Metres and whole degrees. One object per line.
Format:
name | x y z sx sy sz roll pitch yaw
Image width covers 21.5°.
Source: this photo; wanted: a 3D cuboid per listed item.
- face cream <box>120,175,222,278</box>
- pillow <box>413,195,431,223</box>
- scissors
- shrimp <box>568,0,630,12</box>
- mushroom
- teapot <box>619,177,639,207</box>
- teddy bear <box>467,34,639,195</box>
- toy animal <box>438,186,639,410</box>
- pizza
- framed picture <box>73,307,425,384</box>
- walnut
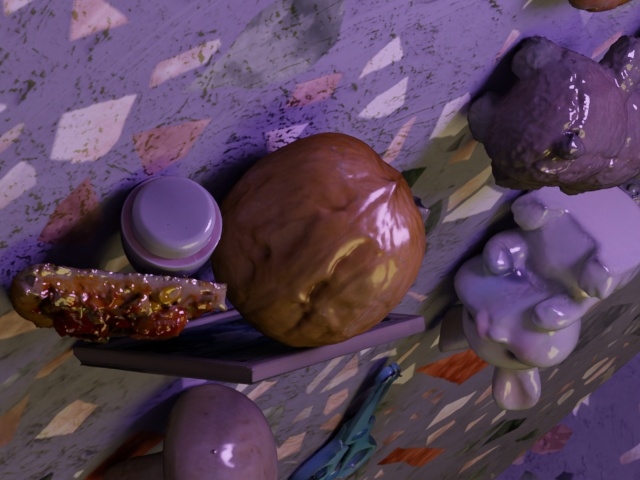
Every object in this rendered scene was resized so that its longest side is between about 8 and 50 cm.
face cream | -0.138 -0.008 1.527 0.091 0.091 0.095 -32 166 -24
pillow | 0.020 0.005 1.907 0.148 0.050 0.229 -54 154 21
scissors | 0.046 0.297 2.598 0.180 0.032 0.393 -27 157 -33
shrimp | 0.345 -0.312 1.813 0.267 0.061 0.145 -8 133 -53
mushroom | -0.143 0.271 2.023 0.206 0.209 0.206 -9 102 -48
teapot | 0.468 -0.065 2.570 0.083 0.064 0.064 -67 179 -50
teddy bear | 0.294 -0.138 1.944 0.236 0.151 0.267 -48 158 27
toy animal | 0.308 0.078 2.377 0.241 0.196 0.367 -12 144 -55
pizza | -0.182 0.063 1.514 0.193 0.053 0.201 -5 164 16
framed picture | -0.069 0.103 1.759 0.315 0.232 0.024 -13 104 -54
walnut | 0.000 0.000 1.628 0.195 0.195 0.221 -17 162 -48
